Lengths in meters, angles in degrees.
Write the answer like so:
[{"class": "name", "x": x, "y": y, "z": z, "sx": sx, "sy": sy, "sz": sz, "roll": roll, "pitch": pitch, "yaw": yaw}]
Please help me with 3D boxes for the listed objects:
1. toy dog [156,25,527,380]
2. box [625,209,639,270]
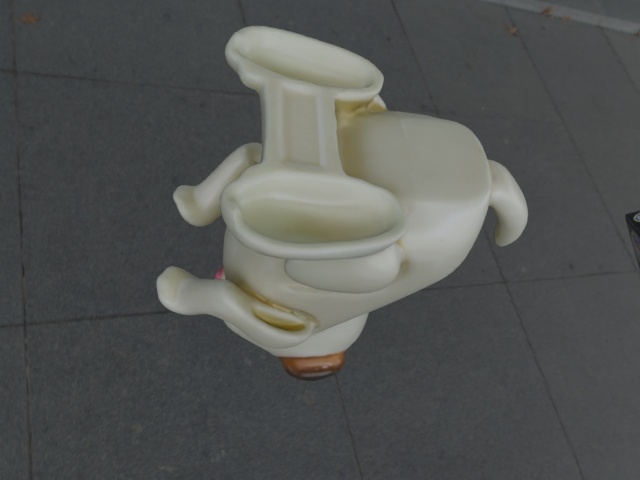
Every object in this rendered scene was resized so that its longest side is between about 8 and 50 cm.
[{"class": "toy dog", "x": 0.000, "y": 0.000, "z": 0.718, "sx": 0.396, "sy": 0.408, "sz": 0.284, "roll": 0, "pitch": 57, "yaw": -22}, {"class": "box", "x": 0.567, "y": 0.105, "z": 0.899, "sx": 0.216, "sy": 0.060, "sz": 0.270, "roll": -67, "pitch": 135, "yaw": -64}]
